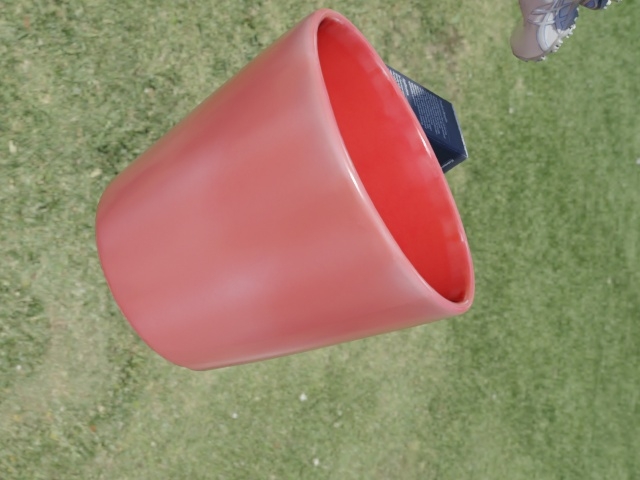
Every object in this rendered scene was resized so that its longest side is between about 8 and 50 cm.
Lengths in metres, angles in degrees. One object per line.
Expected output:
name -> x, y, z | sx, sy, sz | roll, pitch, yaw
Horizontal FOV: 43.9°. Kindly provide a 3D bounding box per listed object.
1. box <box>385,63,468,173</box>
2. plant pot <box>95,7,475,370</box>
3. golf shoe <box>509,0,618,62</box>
box -> 0.083, -0.153, 1.140 | 0.207, 0.153, 0.108 | 21, 48, -40
plant pot -> -0.036, -0.021, 0.675 | 0.275, 0.243, 0.275 | 50, 26, -35
golf shoe -> 0.208, -0.229, 0.732 | 0.085, 0.176, 0.069 | 18, 71, -11
